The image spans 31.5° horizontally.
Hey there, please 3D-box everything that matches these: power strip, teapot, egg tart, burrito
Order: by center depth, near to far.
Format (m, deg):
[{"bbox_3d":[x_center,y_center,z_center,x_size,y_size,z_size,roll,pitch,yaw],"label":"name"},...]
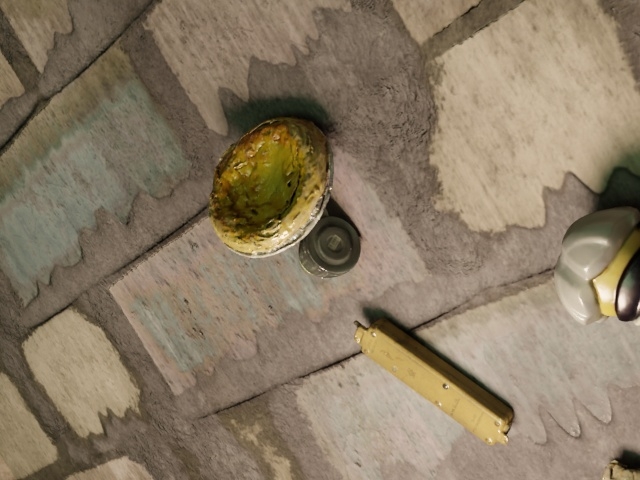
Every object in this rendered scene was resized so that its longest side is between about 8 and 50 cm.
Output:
[{"bbox_3d":[0.476,0.356,1.560,0.188,0.045,0.058,27,155,26],"label":"burrito"},{"bbox_3d":[-0.068,-0.079,1.728,0.234,0.094,0.234,-16,61,32],"label":"egg tart"},{"bbox_3d":[0.173,0.212,1.755,0.305,0.044,0.064,35,133,21],"label":"power strip"},{"bbox_3d":[0.008,0.004,1.769,0.092,0.124,0.091,19,155,-17],"label":"teapot"}]

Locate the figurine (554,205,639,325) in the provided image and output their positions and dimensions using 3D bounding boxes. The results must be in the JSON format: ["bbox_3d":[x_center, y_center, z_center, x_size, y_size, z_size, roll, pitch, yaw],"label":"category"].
[{"bbox_3d":[0.403,0.043,1.380,0.236,0.133,0.176,23,119,28],"label":"figurine"}]
